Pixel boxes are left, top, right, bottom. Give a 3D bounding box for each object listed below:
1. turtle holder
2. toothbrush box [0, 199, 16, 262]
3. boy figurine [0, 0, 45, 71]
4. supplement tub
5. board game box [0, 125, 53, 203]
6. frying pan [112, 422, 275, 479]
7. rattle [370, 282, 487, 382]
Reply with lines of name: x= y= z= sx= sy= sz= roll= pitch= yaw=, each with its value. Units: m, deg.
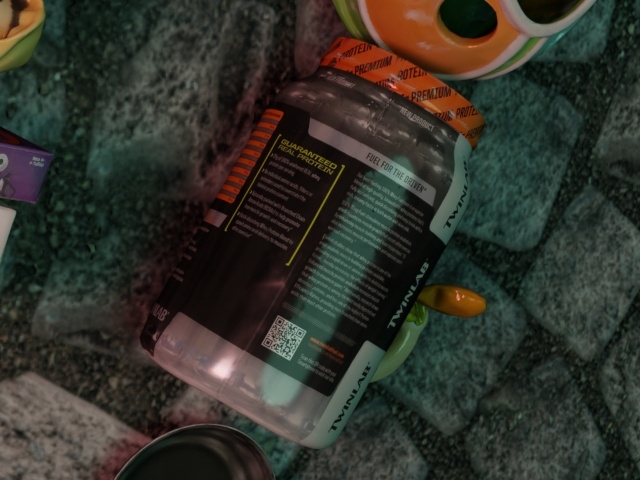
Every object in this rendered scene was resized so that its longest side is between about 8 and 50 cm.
turtle holder: x=0.172 y=-0.277 z=1.339 sx=0.320 sy=0.227 sz=0.243 roll=-19 pitch=114 yaw=-28
toothbrush box: x=-0.401 y=-0.026 z=1.032 sx=0.295 sy=0.216 sz=0.126 roll=14 pitch=98 yaw=-37
boy figurine: x=-0.321 y=-0.175 z=0.978 sx=0.285 sy=0.092 sz=0.177 roll=24 pitch=50 yaw=-29
supplement tub: x=0.000 y=0.000 z=1.319 sx=0.207 sy=0.207 sz=0.338 roll=33 pitch=86 yaw=-36
board game box: x=-0.370 y=-0.097 z=0.966 sx=0.347 sy=0.208 sz=0.056 roll=9 pitch=109 yaw=-58
frying pan: x=-0.187 y=0.285 z=1.374 sx=0.326 sy=0.053 sz=0.197 roll=-18 pitch=114 yaw=-27
rattle: x=0.055 y=0.119 z=1.440 sx=0.199 sy=0.142 sz=0.130 roll=-41 pitch=142 yaw=-25
